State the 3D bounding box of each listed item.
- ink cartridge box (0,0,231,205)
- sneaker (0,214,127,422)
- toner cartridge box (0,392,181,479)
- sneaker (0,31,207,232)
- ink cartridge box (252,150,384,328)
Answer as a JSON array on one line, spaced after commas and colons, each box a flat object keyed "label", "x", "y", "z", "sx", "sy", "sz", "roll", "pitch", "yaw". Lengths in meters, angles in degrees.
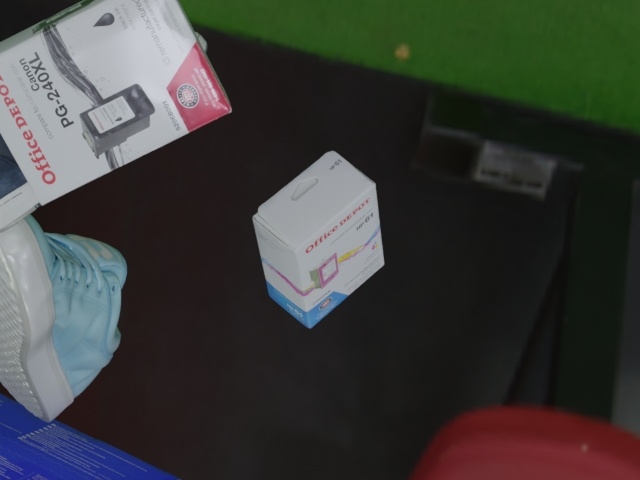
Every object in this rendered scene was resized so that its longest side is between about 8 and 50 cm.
[{"label": "ink cartridge box", "x": -0.152, "y": -0.107, "z": 1.260, "sx": 0.150, "sy": 0.063, "sz": 0.109, "roll": -27, "pitch": 107, "yaw": 1}, {"label": "sneaker", "x": -0.256, "y": 0.032, "z": 1.698, "sx": 0.135, "sy": 0.150, "sz": 0.366, "roll": 38, "pitch": 158, "yaw": 14}, {"label": "toner cartridge box", "x": -0.326, "y": 0.233, "z": 1.840, "sx": 0.347, "sy": 0.165, "sz": 0.075, "roll": 21, "pitch": 113, "yaw": 31}, {"label": "sneaker", "x": -0.211, "y": -0.132, "z": 1.390, "sx": 0.226, "sy": 0.086, "sz": 0.163, "roll": -37, "pitch": 109, "yaw": -4}, {"label": "ink cartridge box", "x": 0.000, "y": 0.000, "z": 1.452, "sx": 0.052, "sy": 0.088, "sz": 0.122, "roll": 40, "pitch": 159, "yaw": 27}]
